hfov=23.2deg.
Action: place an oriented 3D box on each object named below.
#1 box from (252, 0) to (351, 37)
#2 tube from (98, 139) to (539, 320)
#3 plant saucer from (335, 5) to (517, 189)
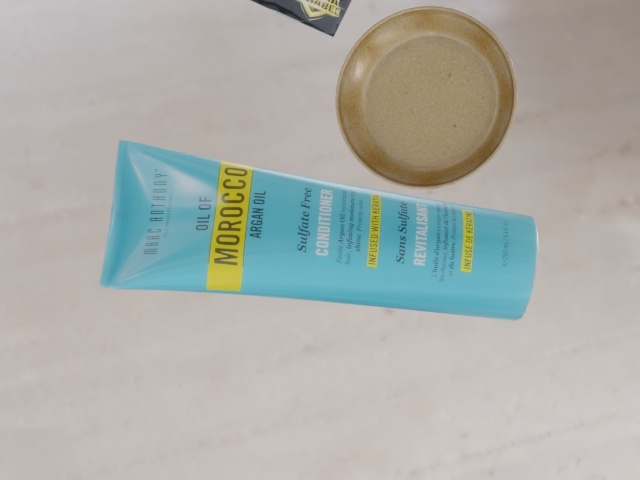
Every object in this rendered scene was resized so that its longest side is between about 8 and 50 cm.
[{"bbox_3d":[-0.072,-0.265,1.423,0.175,0.051,0.220,23,16,-16],"label":"box"},{"bbox_3d":[0.000,0.000,0.759,0.207,0.052,0.080,7,56,-6],"label":"tube"},{"bbox_3d":[0.049,-0.064,0.706,0.083,0.083,0.015,22,2,15],"label":"plant saucer"}]
